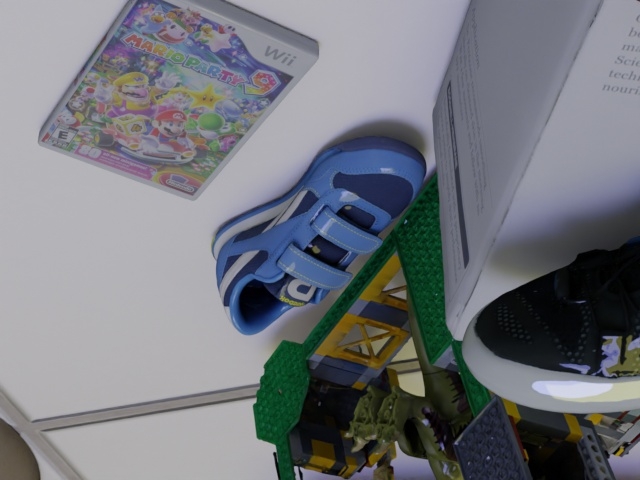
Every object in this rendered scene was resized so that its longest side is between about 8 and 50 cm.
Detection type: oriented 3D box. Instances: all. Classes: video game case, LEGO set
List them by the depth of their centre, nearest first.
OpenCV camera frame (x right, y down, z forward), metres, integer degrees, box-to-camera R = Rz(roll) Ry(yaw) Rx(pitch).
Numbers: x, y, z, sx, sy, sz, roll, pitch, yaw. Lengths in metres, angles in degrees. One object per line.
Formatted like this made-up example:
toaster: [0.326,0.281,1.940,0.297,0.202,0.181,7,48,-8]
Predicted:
video game case: [-0.069,-0.068,0.642,0.087,0.011,0.122,20,138,-25]
LEGO set: [0.111,0.136,0.696,0.192,0.331,0.255,18,118,-26]

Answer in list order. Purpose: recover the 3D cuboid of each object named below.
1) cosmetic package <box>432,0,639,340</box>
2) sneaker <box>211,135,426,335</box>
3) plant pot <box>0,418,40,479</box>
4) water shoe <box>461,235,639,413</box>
cosmetic package: [0.180,-0.067,0.545,0.224,0.138,0.225,5,144,-8]
sneaker: [0.000,0.000,0.694,0.053,0.059,0.144,28,133,-30]
plant pot: [-0.333,0.228,0.879,0.284,0.191,0.284,-1,142,-1]
water shoe: [0.146,0.002,0.482,0.203,0.073,0.080,-11,120,7]
